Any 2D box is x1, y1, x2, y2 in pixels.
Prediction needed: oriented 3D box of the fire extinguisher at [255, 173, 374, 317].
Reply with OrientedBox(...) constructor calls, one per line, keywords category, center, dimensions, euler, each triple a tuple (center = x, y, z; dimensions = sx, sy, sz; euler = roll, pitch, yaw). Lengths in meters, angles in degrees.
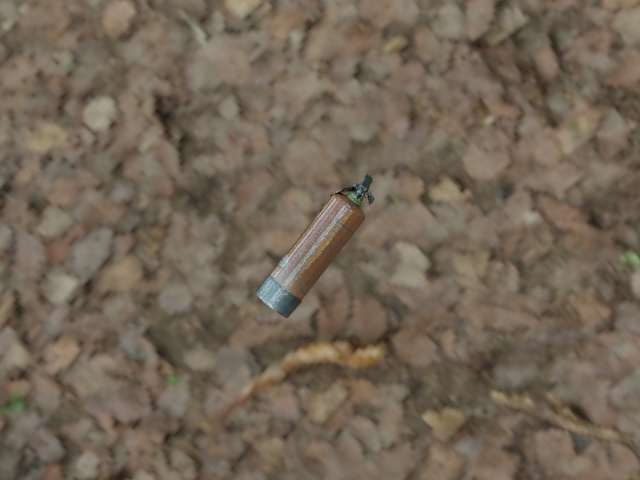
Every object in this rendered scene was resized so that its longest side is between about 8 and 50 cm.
OrientedBox(category="fire extinguisher", center=(0.000, 0.000, 0.891), dimensions=(0.083, 0.022, 0.028), euler=(-53, 7, 3))
